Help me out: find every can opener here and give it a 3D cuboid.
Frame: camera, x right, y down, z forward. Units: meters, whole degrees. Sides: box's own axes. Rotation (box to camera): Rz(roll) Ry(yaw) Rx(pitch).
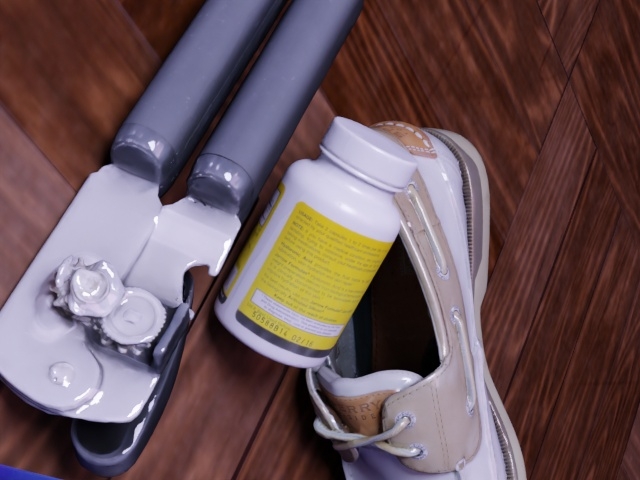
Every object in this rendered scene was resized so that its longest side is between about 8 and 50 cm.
[{"bbox_3d":[-0.061,-0.031,0.565,0.093,0.074,0.280,102,12,-63],"label":"can opener"}]

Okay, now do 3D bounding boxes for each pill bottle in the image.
[{"bbox_3d":[0.000,0.000,0.604,0.065,0.065,0.116,8,116,-55],"label":"pill bottle"}]

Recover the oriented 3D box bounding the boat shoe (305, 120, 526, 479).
[{"bbox_3d":[0.041,0.085,0.681,0.103,0.113,0.302,-1,83,-54],"label":"boat shoe"}]

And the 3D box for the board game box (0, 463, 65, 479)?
[{"bbox_3d":[-0.092,0.289,0.523,0.233,0.078,0.347,30,68,-52],"label":"board game box"}]
